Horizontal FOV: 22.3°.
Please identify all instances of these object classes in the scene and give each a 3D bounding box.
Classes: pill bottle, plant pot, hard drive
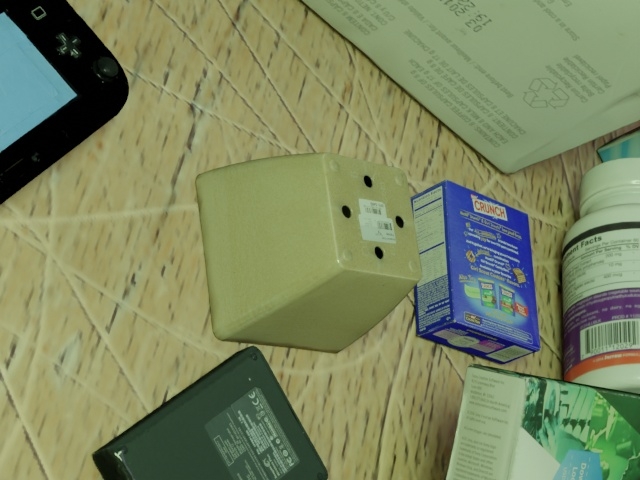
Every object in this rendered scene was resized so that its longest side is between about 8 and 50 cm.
[{"bbox_3d":[0.235,0.040,1.215,0.108,0.108,0.194,27,54,-35],"label":"pill bottle"},{"bbox_3d":[0.000,0.000,0.999,0.109,0.096,0.109,10,64,-43],"label":"plant pot"},{"bbox_3d":[-0.059,0.130,0.930,0.135,0.022,0.094,-33,96,-49],"label":"hard drive"}]

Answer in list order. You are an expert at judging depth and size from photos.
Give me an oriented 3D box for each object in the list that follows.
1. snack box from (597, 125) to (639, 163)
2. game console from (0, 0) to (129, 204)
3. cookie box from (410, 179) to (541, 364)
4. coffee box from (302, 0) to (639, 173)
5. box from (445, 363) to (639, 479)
[{"bbox_3d":[0.374,0.032,1.304,0.060,0.187,0.322,-28,92,-49],"label":"snack box"},{"bbox_3d":[-0.234,-0.047,0.820,0.213,0.044,0.361,56,41,-11],"label":"game console"},{"bbox_3d":[0.108,0.023,1.142,0.092,0.040,0.107,20,58,-39],"label":"cookie box"},{"bbox_3d":[0.177,-0.313,1.150,0.337,0.338,0.334,38,47,-28],"label":"coffee box"},{"bbox_3d":[0.196,0.214,1.062,0.322,0.058,0.232,12,89,-43],"label":"box"}]
